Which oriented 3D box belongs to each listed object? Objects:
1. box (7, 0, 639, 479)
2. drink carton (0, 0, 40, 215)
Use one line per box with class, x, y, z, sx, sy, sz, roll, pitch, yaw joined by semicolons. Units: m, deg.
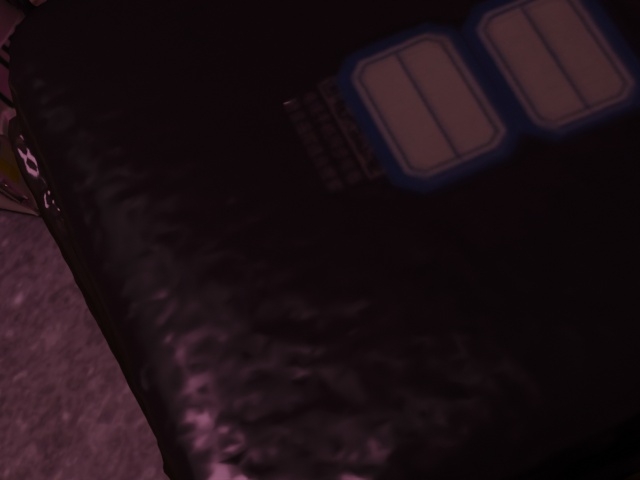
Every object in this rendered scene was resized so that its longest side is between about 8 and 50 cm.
box;0.057;-0.036;0.865;0.350;0.091;0.359;-25;51;-7
drink carton;-0.282;-0.107;1.251;0.271;0.161;0.108;10;68;41
